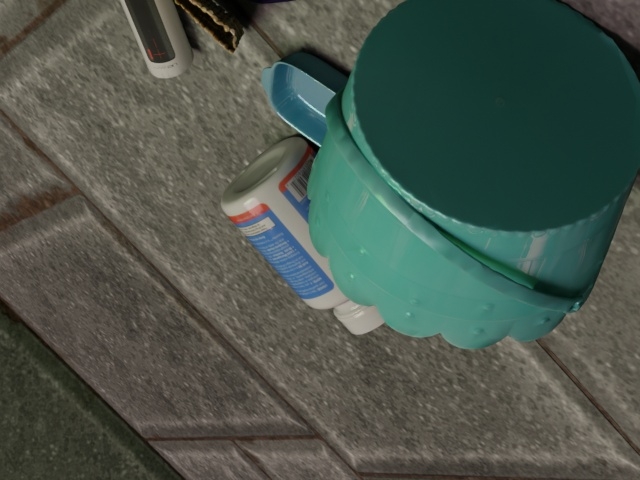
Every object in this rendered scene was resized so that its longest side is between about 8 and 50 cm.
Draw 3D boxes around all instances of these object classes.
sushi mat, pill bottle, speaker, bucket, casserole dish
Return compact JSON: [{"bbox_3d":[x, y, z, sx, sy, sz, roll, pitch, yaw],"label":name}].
[{"bbox_3d":[-0.130,-0.242,1.380,0.151,0.019,0.316,42,-173,-9],"label":"sushi mat"},{"bbox_3d":[0.000,0.000,1.658,0.221,0.124,0.124,50,154,-18],"label":"pill bottle"},{"bbox_3d":[-0.182,-0.243,1.594,0.055,0.055,0.136,25,151,30],"label":"speaker"},{"bbox_3d":[0.129,-0.065,1.210,0.281,0.281,0.183,35,152,12],"label":"bucket"},{"bbox_3d":[0.022,-0.130,1.512,0.188,0.037,0.114,35,155,11],"label":"casserole dish"}]

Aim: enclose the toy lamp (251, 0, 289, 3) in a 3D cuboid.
[{"bbox_3d":[0.000,-0.269,1.262,0.080,0.080,0.275,46,154,-12],"label":"toy lamp"}]
